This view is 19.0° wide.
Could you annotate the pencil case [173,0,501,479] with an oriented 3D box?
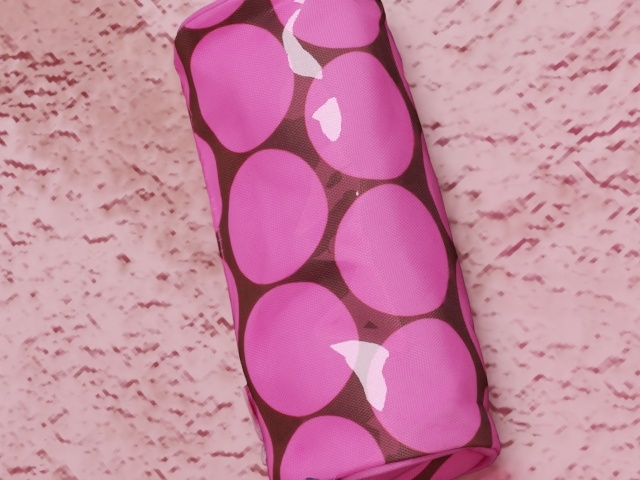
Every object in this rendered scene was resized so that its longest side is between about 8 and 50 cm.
[{"bbox_3d":[0.000,0.000,0.755,0.098,0.095,0.209,-19,76,32],"label":"pencil case"}]
